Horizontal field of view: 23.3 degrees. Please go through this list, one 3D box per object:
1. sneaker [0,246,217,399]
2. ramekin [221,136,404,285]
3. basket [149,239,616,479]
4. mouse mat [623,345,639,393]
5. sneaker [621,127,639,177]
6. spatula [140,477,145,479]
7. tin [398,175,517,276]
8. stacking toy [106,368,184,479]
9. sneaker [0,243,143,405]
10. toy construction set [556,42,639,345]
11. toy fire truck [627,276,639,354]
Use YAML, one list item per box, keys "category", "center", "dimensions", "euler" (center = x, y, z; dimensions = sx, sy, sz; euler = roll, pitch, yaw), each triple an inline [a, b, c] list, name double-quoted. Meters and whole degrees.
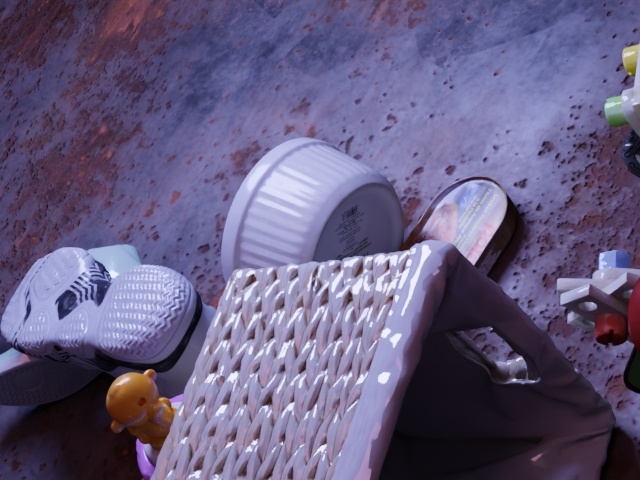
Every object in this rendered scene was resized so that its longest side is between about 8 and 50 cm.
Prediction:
- category: "sneaker"
  center: [-0.208, 0.121, 1.762]
  dimensions: [0.366, 0.210, 0.137]
  euler: [4, 59, 51]
- category: "ramekin"
  center: [0.000, 0.000, 1.697]
  dimensions: [0.109, 0.207, 0.207]
  euler: [22, 72, 36]
- category: "basket"
  center: [0.053, 0.223, 1.385]
  dimensions: [0.266, 0.328, 0.331]
  euler: [-6, 54, 39]
- category: "mouse mat"
  center: [0.352, 0.063, 1.380]
  dimensions: [0.007, 0.153, 0.189]
  euler: [12, 80, 61]
- category: "sneaker"
  center: [0.423, -0.159, 1.589]
  dimensions: [0.271, 0.100, 0.108]
  euler: [-42, 8, 12]
- category: "spatula"
  center: [-0.241, 0.338, 1.709]
  dimensions: [0.242, 0.019, 0.168]
  euler: [-44, 20, -1]
- category: "tin"
  center: [0.142, 0.015, 1.694]
  dimensions: [0.106, 0.040, 0.189]
  euler: [19, 70, 49]
- category: "stacking toy"
  center: [-0.117, 0.215, 1.532]
  dimensions: [0.166, 0.302, 0.175]
  euler: [20, 71, 45]
- category: "sneaker"
  center: [-0.318, 0.102, 1.933]
  dimensions: [0.256, 0.094, 0.151]
  euler: [-26, 50, 5]
- category: "toy construction set"
  center: [0.336, -0.039, 1.444]
  dimensions: [0.151, 0.215, 0.327]
  euler: [3, 65, 38]
- category: "toy fire truck"
  center: [0.414, 0.021, 1.296]
  dimensions: [0.169, 0.302, 0.253]
  euler: [-9, 52, 60]
